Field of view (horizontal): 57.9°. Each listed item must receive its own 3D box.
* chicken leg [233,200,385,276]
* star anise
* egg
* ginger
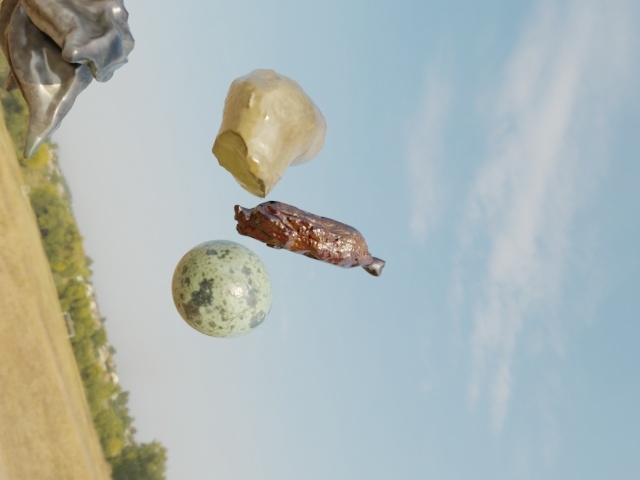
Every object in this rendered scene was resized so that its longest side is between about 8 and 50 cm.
[{"bbox_3d":[0.002,0.000,0.635,0.089,0.219,0.048,14,-94,60],"label":"chicken leg"},{"bbox_3d":[-0.153,-0.147,0.350,0.204,0.061,0.180,45,-65,46],"label":"star anise"},{"bbox_3d":[-0.131,0.072,0.806,0.132,0.132,0.172,58,1,35],"label":"egg"},{"bbox_3d":[-0.069,-0.156,0.789,0.138,0.267,0.152,27,-62,5],"label":"ginger"}]
